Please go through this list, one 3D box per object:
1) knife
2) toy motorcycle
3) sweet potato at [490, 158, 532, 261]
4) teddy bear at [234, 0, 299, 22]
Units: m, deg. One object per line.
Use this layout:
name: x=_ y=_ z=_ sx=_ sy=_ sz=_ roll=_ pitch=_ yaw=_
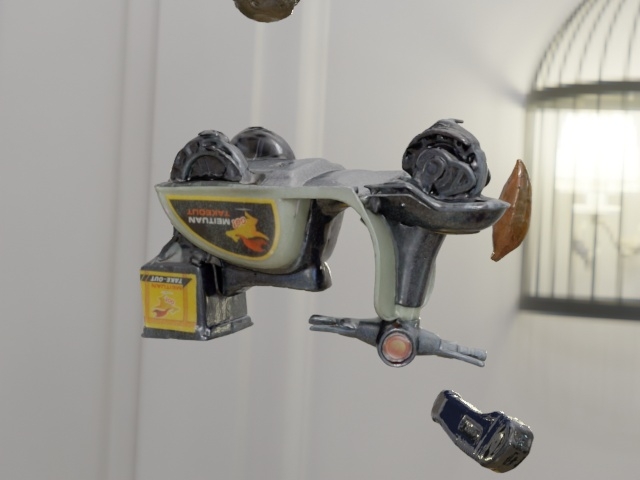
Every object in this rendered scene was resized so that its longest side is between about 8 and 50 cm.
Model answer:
knife: x=0.085 y=0.102 z=0.694 sx=0.018 sy=0.031 sz=0.121 roll=26 pitch=1 yaw=-18
toy motorcycle: x=0.000 y=0.000 z=0.818 sx=0.263 sy=0.157 sz=0.091 roll=2 pitch=10 yaw=30
sweet potato: x=0.170 y=-0.025 z=1.097 sx=0.034 sy=0.095 sz=0.034 roll=10 pitch=16 yaw=-3
teddy bear: x=-0.053 y=-0.280 z=1.016 sx=0.177 sy=0.140 sz=0.190 roll=10 pitch=-22 yaw=-39
